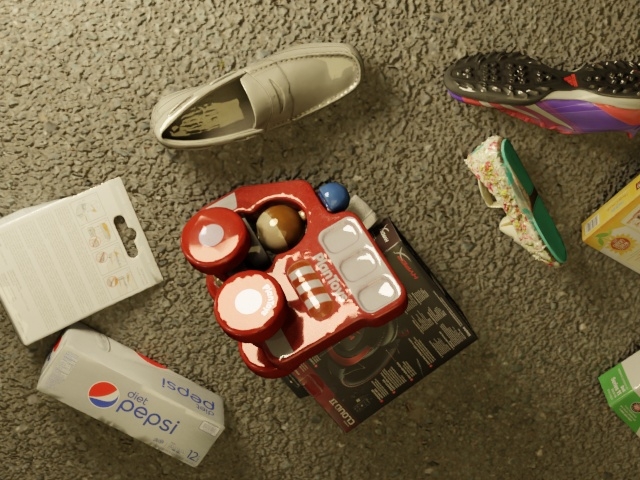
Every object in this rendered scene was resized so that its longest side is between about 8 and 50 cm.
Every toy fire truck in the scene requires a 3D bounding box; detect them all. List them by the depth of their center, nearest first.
[{"bbox_3d":[-0.043,0.036,1.526,0.254,0.302,0.169,-28,149,-4],"label":"toy fire truck"}]

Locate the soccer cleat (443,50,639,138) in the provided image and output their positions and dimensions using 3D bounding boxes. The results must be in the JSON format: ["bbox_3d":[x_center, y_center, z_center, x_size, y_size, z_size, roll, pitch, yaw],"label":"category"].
[{"bbox_3d":[0.338,-0.206,1.568,0.318,0.108,0.116,2,139,-2],"label":"soccer cleat"}]

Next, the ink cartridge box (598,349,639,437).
[{"bbox_3d":[0.599,0.240,1.757,0.208,0.087,0.153,-39,110,19],"label":"ink cartridge box"}]

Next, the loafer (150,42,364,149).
[{"bbox_3d":[-0.086,-0.198,1.504,0.319,0.111,0.112,-21,112,1],"label":"loafer"}]

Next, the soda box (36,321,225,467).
[{"bbox_3d":[-0.292,0.239,1.652,0.286,0.098,0.091,31,105,-17],"label":"soda box"}]

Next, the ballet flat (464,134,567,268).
[{"bbox_3d":[0.302,-0.056,1.638,0.077,0.091,0.241,-19,111,33],"label":"ballet flat"}]

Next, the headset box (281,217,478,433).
[{"bbox_3d":[0.061,0.144,1.654,0.293,0.110,0.218,-38,110,7],"label":"headset box"}]

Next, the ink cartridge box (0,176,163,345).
[{"bbox_3d":[-0.383,0.027,1.597,0.232,0.066,0.189,-27,113,-19],"label":"ink cartridge box"}]

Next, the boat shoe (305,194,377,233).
[{"bbox_3d":[0.000,0.000,1.621,0.184,0.066,0.063,-37,92,13],"label":"boat shoe"}]

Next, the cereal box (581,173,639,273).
[{"bbox_3d":[0.560,-0.007,1.661,0.240,0.047,0.173,27,133,-17],"label":"cereal box"}]
